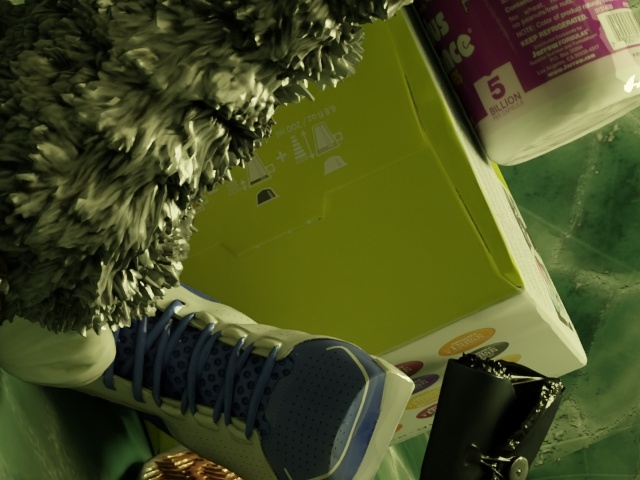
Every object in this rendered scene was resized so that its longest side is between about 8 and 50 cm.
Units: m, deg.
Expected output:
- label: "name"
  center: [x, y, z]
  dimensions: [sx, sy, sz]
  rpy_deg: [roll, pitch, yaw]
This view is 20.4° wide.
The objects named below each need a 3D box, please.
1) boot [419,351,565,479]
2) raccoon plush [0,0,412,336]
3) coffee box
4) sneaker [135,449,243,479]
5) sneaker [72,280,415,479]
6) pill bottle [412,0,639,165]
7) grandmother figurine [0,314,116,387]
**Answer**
- label: "boot"
  center: [0.164, 0.214, 1.497]
  dimensions: [0.246, 0.207, 0.094]
  rpy_deg: [26, -5, -43]
- label: "raccoon plush"
  center: [-0.090, -0.067, 0.997]
  dimensions: [0.216, 0.299, 0.446]
  rpy_deg: [40, 29, -21]
- label: "coffee box"
  center: [0.000, 0.000, 1.605]
  dimensions: [0.338, 0.337, 0.334]
  rpy_deg: [69, 10, 19]
- label: "sneaker"
  center: [-0.078, 0.248, 1.286]
  dimensions: [0.302, 0.108, 0.121]
  rpy_deg: [-120, -149, -71]
- label: "sneaker"
  center: [-0.098, 0.094, 1.265]
  dimensions: [0.182, 0.127, 0.315]
  rpy_deg: [25, -5, -37]
- label: "pill bottle"
  center: [0.159, -0.230, 1.535]
  dimensions: [0.301, 0.169, 0.169]
  rpy_deg: [65, 8, 7]
- label: "grandmother figurine"
  center: [-0.222, -0.053, 1.212]
  dimensions: [0.208, 0.104, 0.342]
  rpy_deg: [31, 31, -60]
